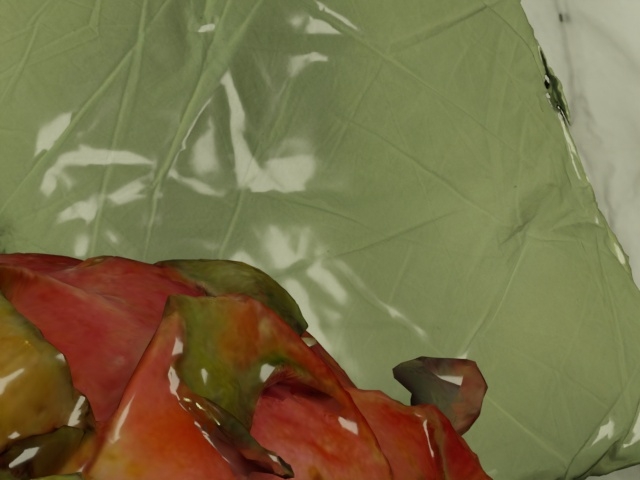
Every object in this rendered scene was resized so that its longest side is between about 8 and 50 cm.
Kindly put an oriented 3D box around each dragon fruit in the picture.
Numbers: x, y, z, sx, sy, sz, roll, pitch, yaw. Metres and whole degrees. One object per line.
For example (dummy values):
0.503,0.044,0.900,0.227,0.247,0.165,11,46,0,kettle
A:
-0.079,0.119,0.546,0.296,0.263,0.314,31,77,-6,dragon fruit

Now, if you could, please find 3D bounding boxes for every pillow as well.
-0.001,0.002,0.777,0.274,0.076,0.281,-17,78,-23,pillow
